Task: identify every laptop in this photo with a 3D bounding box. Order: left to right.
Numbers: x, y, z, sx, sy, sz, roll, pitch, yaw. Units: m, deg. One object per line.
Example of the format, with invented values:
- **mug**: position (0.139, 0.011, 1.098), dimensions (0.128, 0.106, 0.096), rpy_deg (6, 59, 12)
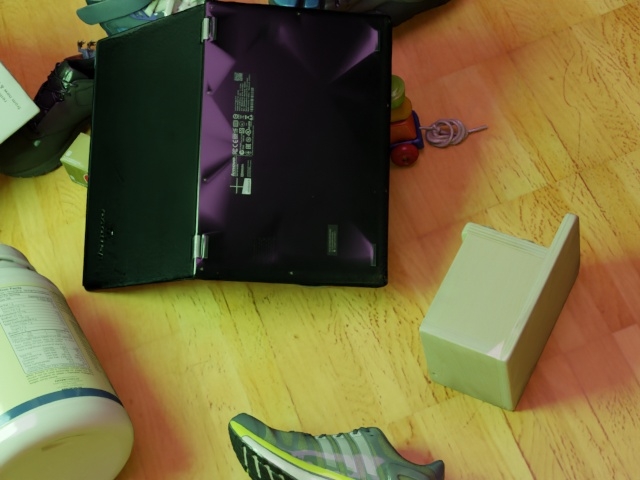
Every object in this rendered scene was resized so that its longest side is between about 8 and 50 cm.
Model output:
- **laptop**: position (-0.123, -0.120, 1.814), dimensions (0.408, 0.236, 0.381), rpy_deg (3, 82, -9)

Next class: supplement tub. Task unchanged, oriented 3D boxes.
- **supplement tub**: position (-0.410, 0.184, 1.672), dimensions (0.235, 0.235, 0.325), rpy_deg (-31, 58, -8)

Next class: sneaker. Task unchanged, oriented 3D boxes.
- **sneaker**: position (-0.398, -0.211, 1.976), dimensions (0.286, 0.130, 0.109), rpy_deg (-39, 61, -12)
- **sneaker**: position (-0.229, -0.365, 1.972), dimensions (0.323, 0.236, 0.130), rpy_deg (18, 64, 21)
- **sneaker**: position (0.021, 0.285, 1.617), dimensions (0.300, 0.111, 0.121), rpy_deg (23, 55, 17)
- **sneaker**: position (0.063, -0.366, 1.990), dimensions (0.341, 0.139, 0.125), rpy_deg (-16, 55, -24)

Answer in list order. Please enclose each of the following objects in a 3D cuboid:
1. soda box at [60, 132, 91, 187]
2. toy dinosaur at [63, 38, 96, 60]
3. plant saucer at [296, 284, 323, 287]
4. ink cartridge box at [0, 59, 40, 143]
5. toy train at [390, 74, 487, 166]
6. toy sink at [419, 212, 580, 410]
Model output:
- **soda box**: position (-0.297, -0.095, 1.923), dimensions (0.181, 0.061, 0.058), rpy_deg (23, 65, 22)
- **toy dinosaur**: position (-0.362, -0.291, 2.083), dimensions (0.090, 0.047, 0.082), rpy_deg (-41, 67, 28)
- **plant saucer**: position (0.000, 0.000, 1.828), dimensions (0.169, 0.029, 0.168), rpy_deg (-5, 58, 9)
- **ink cartridge box**: position (-0.635, -0.136, 1.883), dimensions (0.385, 0.160, 0.279), rpy_deg (-42, 24, -14)
- **toy train**: position (0.113, -0.186, 1.852), dimensions (0.248, 0.143, 0.105), rpy_deg (-11, 58, 5)
- **toy sink**: position (0.233, 0.073, 1.666), dimensions (0.131, 0.152, 0.234), rpy_deg (20, 65, 22)
